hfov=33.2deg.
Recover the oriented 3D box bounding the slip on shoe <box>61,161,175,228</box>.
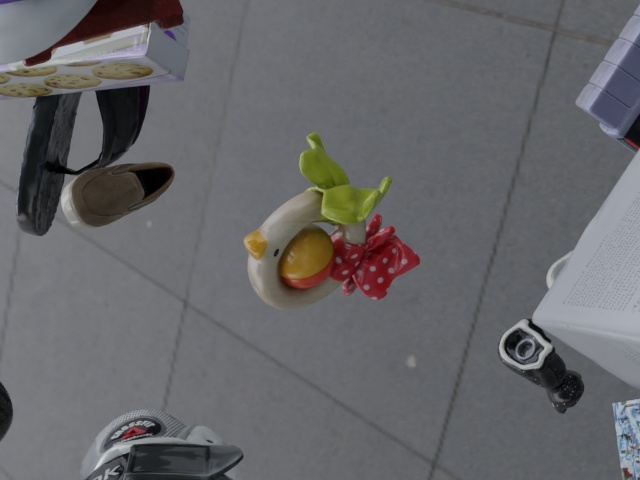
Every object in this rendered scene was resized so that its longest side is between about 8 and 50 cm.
[{"bbox_3d":[-0.180,-0.045,0.968,0.041,0.135,0.051,-20,91,28],"label":"slip on shoe"}]

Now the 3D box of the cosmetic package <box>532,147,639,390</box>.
[{"bbox_3d":[0.343,0.023,0.896,0.161,0.453,0.230,33,89,0],"label":"cosmetic package"}]

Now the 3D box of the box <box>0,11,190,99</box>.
[{"bbox_3d":[-0.270,-0.166,0.959,0.324,0.067,0.063,-2,75,23],"label":"box"}]

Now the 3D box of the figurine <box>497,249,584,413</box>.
[{"bbox_3d":[0.396,0.152,1.681,0.092,0.209,0.215,29,80,44],"label":"figurine"}]

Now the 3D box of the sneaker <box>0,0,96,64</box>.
[{"bbox_3d":[-0.169,-0.149,0.316,0.095,0.236,0.104,-61,-2,-15],"label":"sneaker"}]

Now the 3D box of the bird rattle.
[{"bbox_3d":[0.000,0.000,1.319,0.143,0.207,0.253,48,163,31],"label":"bird rattle"}]

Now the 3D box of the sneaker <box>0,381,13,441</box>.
[{"bbox_3d":[-0.374,0.132,0.785,0.281,0.106,0.162,22,105,0],"label":"sneaker"}]

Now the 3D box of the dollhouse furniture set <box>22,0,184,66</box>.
[{"bbox_3d":[-0.209,-0.162,0.533,0.201,0.374,0.152,-12,100,58],"label":"dollhouse furniture set"}]

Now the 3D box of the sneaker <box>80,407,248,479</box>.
[{"bbox_3d":[-0.079,0.139,0.455,0.330,0.122,0.146,82,165,-71],"label":"sneaker"}]

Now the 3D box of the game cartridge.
[{"bbox_3d":[0.558,-0.198,1.554,0.230,0.355,0.068,-60,26,5],"label":"game cartridge"}]

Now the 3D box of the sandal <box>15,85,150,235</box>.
[{"bbox_3d":[-0.220,-0.201,1.122,0.167,0.107,0.445,-93,22,-77],"label":"sandal"}]

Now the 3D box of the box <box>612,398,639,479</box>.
[{"bbox_3d":[0.421,0.262,1.338,0.094,0.027,0.137,-14,55,24],"label":"box"}]
